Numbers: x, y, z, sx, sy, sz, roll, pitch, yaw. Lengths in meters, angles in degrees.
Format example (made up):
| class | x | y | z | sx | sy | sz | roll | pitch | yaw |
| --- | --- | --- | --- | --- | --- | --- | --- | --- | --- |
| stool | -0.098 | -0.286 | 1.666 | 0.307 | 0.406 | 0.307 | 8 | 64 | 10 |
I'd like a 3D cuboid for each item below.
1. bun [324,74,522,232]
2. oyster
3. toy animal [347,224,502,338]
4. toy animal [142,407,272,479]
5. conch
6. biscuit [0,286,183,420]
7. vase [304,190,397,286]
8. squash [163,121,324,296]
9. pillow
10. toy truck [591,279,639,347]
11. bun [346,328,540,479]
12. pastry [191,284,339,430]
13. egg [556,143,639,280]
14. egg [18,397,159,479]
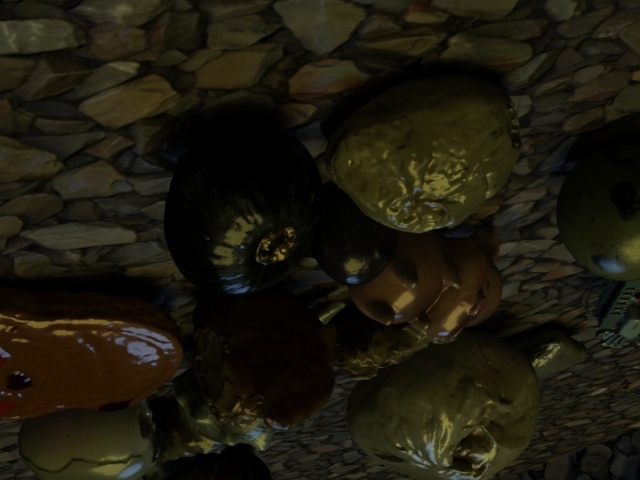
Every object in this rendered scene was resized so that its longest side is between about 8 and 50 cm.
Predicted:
| class | x | y | z | sx | sy | sz | roll | pitch | yaw |
| --- | --- | --- | --- | --- | --- | --- | --- | --- | --- |
| bun | 0.117 | -0.086 | 1.353 | 0.220 | 0.134 | 0.220 | -9 | 158 | -3 |
| oyster | 0.108 | 0.133 | 1.943 | 0.232 | 0.161 | 0.107 | -9 | 126 | -13 |
| toy animal | 0.144 | 0.055 | 1.695 | 0.250 | 0.154 | 0.166 | 14 | 123 | -42 |
| toy animal | -0.238 | 0.400 | 2.245 | 0.194 | 0.303 | 0.344 | -33 | 128 | 29 |
| conch | -0.099 | 0.231 | 1.926 | 0.386 | 0.170 | 0.203 | -28 | -166 | 9 |
| biscuit | -0.412 | 0.162 | 1.668 | 0.455 | 0.078 | 0.350 | -4 | 147 | -13 |
| vase | 0.000 | 0.000 | 1.549 | 0.182 | 0.120 | 0.120 | -4 | 164 | 26 |
| squash | -0.083 | -0.033 | 1.319 | 0.193 | 0.156 | 0.193 | -43 | 170 | -9 |
| pillow | 0.435 | 0.224 | 2.408 | 0.134 | 0.078 | 0.181 | -24 | 158 | 23 |
| toy truck | 0.563 | 0.073 | 2.051 | 0.184 | 0.133 | 0.338 | 0 | 154 | -9 |
| bun | 0.224 | 0.316 | 2.208 | 0.361 | 0.213 | 0.361 | -4 | 135 | -4 |
| pastry | -0.086 | 0.160 | 1.747 | 0.218 | 0.229 | 0.100 | -47 | -173 | -39 |
| egg | 0.396 | -0.035 | 1.609 | 0.177 | 0.177 | 0.228 | -20 | 172 | 13 |
| egg | -0.371 | 0.310 | 1.958 | 0.217 | 0.183 | 0.183 | -13 | 159 | 0 |
